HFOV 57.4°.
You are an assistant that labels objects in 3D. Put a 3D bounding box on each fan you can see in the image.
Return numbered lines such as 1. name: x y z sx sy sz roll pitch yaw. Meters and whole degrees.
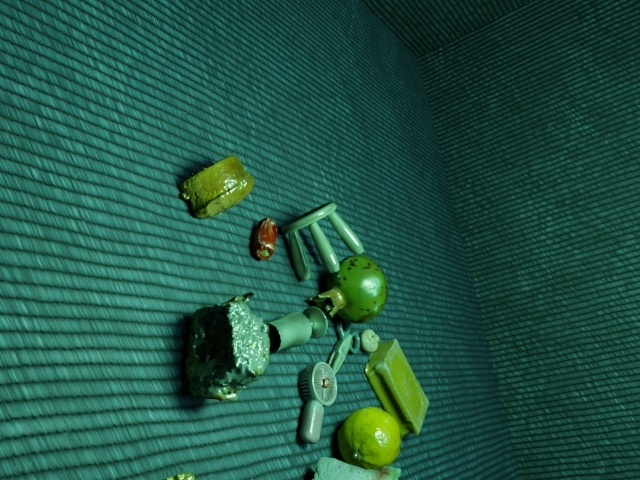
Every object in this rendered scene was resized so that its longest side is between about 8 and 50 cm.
1. fan: -0.012 0.475 1.718 0.130 0.074 0.245 47 37 -35

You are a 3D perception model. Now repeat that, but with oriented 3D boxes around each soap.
1. soap: 0.286 0.541 2.162 0.315 0.091 0.199 63 29 -13

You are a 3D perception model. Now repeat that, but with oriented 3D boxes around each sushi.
1. sushi: -0.225 0.242 1.391 0.139 0.184 0.275 30 47 -50

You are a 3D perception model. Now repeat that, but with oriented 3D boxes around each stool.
1. stool: 0.000 0.000 1.887 0.195 0.195 0.199 -32 96 -45

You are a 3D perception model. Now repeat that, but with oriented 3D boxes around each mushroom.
1. mushroom: 0.176 0.361 2.107 0.083 0.067 0.084 38 37 -36

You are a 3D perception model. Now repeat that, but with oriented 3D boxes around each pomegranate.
1. pomegranate: 0.101 0.159 1.949 0.285 0.230 0.231 10 64 -51

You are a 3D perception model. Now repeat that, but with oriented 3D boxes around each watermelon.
1. watermelon: 0.065 0.701 1.614 0.290 0.319 0.214 81 -18 -53

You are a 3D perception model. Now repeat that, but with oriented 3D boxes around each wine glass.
1. wine glass: -0.081 0.261 1.703 0.231 0.103 0.103 -8 80 -58

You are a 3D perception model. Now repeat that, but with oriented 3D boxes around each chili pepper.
1. chili pepper: -0.166 -0.002 1.756 0.070 0.073 0.123 12 49 -7

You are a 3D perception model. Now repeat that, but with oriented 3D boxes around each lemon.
1. lemon: 0.149 0.610 1.789 0.231 0.192 0.193 -6 78 -62

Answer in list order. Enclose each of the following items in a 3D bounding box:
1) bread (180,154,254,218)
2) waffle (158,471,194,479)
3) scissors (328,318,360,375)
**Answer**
1. bread: -0.272 -0.159 1.616 0.143 0.139 0.229 55 31 -9
2. waffle: -0.335 0.526 1.178 0.192 0.046 0.161 46 40 -36
3. scissors: 0.068 0.367 1.949 0.138 0.041 0.289 66 29 -17
